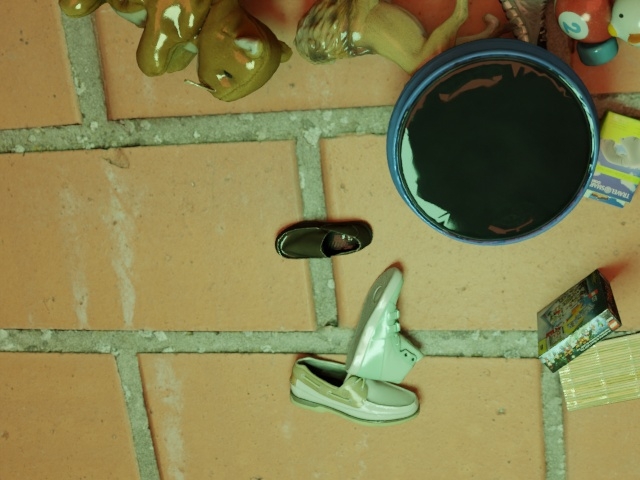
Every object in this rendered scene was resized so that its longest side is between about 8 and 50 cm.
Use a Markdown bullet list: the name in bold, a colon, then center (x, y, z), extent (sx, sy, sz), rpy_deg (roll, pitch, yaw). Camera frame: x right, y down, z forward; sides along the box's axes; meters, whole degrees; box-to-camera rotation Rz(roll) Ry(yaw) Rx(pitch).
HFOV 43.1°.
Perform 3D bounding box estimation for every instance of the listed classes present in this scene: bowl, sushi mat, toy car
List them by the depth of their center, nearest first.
- **toy car**: center (0.524, -0.390, 1.381), extent (0.210, 0.238, 0.219), rpy_deg (-24, 126, 16)
- **bowl**: center (0.315, -0.170, 1.488), extent (0.391, 0.077, 0.391), rpy_deg (3, 112, 7)
- **sushi mat**: center (0.665, 0.268, 1.711), extent (0.316, 0.019, 0.151), rpy_deg (-15, 102, 18)

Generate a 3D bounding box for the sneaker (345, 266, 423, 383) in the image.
- **sneaker**: center (0.165, 0.190, 1.777), extent (0.151, 0.094, 0.256), rpy_deg (18, 100, -13)

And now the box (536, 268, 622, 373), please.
- **box**: center (0.504, 0.155, 1.598), extent (0.159, 0.233, 0.044), rpy_deg (-41, 94, 22)

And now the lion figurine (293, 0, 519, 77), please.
- **lion figurine**: center (0.148, -0.389, 1.535), extent (0.392, 0.142, 0.240), rpy_deg (30, 94, 20)

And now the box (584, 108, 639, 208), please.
- **box**: center (0.579, -0.155, 1.586), extent (0.109, 0.042, 0.178), rpy_deg (19, 110, 7)

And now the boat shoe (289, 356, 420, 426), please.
- **boat shoe**: center (0.074, 0.336, 1.821), extent (0.302, 0.113, 0.103), rpy_deg (6, 115, 12)

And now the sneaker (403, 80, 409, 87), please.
- **sneaker**: center (0.345, -0.247, 1.577), extent (0.236, 0.130, 0.323), rpy_deg (-40, 92, 13)

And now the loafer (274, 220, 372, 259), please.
- **loafer**: center (0.000, 0.000, 1.752), extent (0.220, 0.078, 0.080), rpy_deg (-9, 105, 16)

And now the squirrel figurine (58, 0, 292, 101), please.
- **squirrel figurine**: center (-0.208, -0.471, 1.533), extent (0.370, 0.281, 0.397), rpy_deg (37, 102, 12)

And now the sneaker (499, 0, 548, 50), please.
- **sneaker**: center (0.417, -0.429, 1.517), extent (0.132, 0.086, 0.229), rpy_deg (-24, 99, 17)
